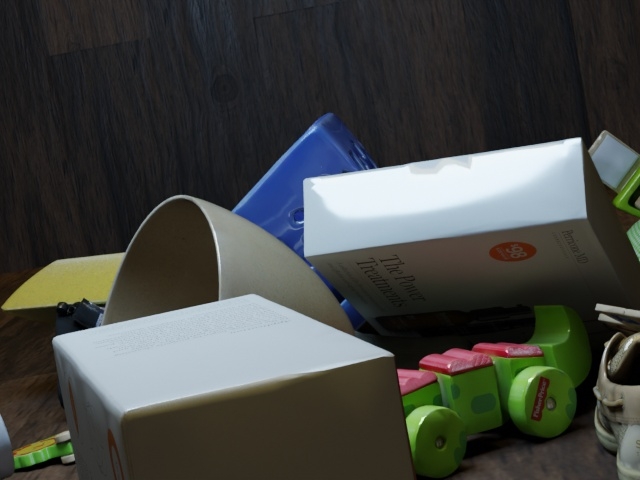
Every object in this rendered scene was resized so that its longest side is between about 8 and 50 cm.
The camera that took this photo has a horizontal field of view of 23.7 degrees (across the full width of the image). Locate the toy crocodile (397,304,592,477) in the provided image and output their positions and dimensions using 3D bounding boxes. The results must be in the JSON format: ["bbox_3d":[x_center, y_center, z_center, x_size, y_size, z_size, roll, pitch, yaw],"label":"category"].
[{"bbox_3d":[0.122,0.146,1.418,0.340,0.105,0.115,-15,8,-30],"label":"toy crocodile"}]

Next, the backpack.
[{"bbox_3d":[-0.230,0.139,1.889,0.182,0.152,0.115,-4,4,8],"label":"backpack"}]

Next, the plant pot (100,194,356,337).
[{"bbox_3d":[-0.077,0.115,1.454,0.191,0.284,0.284,13,-5,-28],"label":"plant pot"}]

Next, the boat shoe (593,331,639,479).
[{"bbox_3d":[0.292,0.127,1.287,0.121,0.110,0.341,-9,6,7],"label":"boat shoe"}]

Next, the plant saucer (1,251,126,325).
[{"bbox_3d":[-0.200,0.077,2.061,0.332,0.081,0.332,-6,-16,34],"label":"plant saucer"}]

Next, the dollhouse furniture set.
[{"bbox_3d":[0.389,-0.041,2.006,0.198,0.151,0.301,-54,4,8],"label":"dollhouse furniture set"}]

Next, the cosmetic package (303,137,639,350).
[{"bbox_3d":[0.179,0.028,1.616,0.284,0.097,0.377,-10,-25,18],"label":"cosmetic package"}]

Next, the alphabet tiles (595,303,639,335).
[{"bbox_3d":[0.363,0.100,1.343,0.198,0.009,0.237,24,-7,-29],"label":"alphabet tiles"}]

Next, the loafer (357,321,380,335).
[{"bbox_3d":[0.119,0.086,1.964,0.251,0.094,0.087,-7,3,22],"label":"loafer"}]

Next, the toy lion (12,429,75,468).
[{"bbox_3d":[-0.298,0.230,1.699,0.096,0.034,0.100,-16,4,24],"label":"toy lion"}]

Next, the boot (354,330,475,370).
[{"bbox_3d":[0.026,0.109,1.585,0.246,0.161,0.083,-12,41,23],"label":"boot"}]

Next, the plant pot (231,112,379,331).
[{"bbox_3d":[0.000,0.000,1.877,0.236,0.212,0.236,-46,2,9],"label":"plant pot"}]

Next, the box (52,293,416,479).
[{"bbox_3d":[-0.063,0.170,1.033,0.168,0.215,0.345,-12,7,-15],"label":"box"}]

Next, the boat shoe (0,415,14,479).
[{"bbox_3d":[-0.418,0.217,1.636,0.105,0.113,0.306,-22,9,-29],"label":"boat shoe"}]
